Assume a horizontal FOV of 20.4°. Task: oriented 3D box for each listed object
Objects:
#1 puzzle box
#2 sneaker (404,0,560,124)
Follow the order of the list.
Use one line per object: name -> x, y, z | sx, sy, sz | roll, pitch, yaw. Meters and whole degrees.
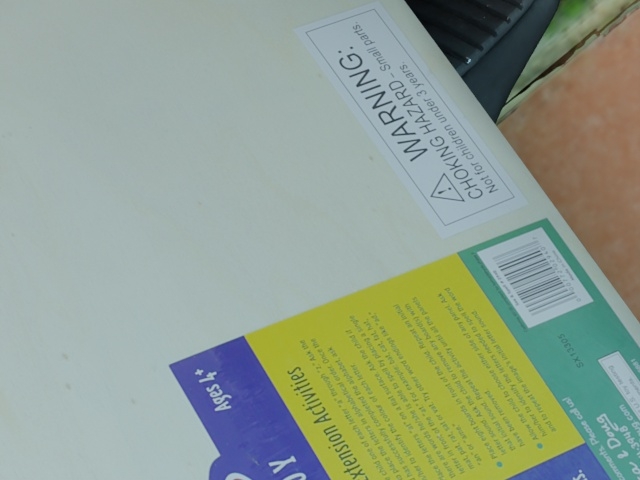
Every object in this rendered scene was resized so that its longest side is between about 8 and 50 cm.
puzzle box -> -0.049, 0.017, 0.624 | 0.409, 0.272, 0.052 | 57, 150, 24
sneaker -> 0.000, 0.000, 0.801 | 0.330, 0.146, 0.122 | -48, 43, -8
